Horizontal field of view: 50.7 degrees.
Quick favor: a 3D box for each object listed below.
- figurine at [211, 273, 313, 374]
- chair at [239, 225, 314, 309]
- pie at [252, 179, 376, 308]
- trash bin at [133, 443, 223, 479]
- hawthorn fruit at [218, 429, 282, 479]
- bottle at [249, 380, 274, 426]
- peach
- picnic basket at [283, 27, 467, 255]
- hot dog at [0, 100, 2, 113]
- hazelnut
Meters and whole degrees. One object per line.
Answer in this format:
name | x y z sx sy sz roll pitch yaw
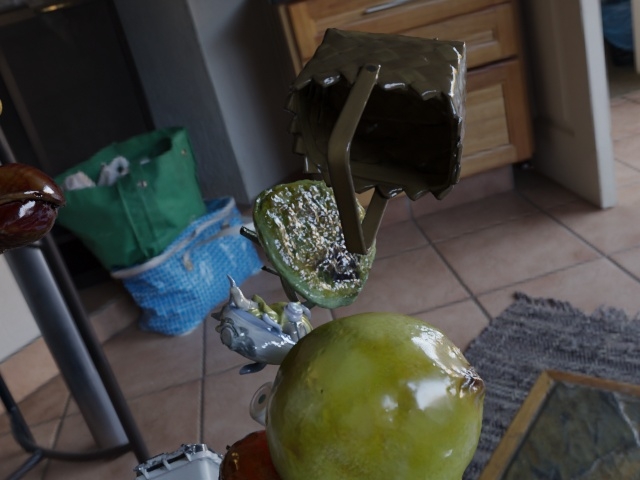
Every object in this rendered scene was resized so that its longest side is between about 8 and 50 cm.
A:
figurine | -0.104 0.151 1.202 0.208 0.128 0.184 37 26 25
chair | -0.066 0.038 1.671 0.190 0.275 0.203 -37 56 5
pie | 0.000 0.000 1.450 0.070 0.323 0.323 -34 5 44
trash bin | -0.379 0.804 1.969 0.256 0.296 0.368 -21 57 -1
hawthorn fruit | -0.129 0.518 1.479 0.249 0.215 0.215 32 47 32
bottle | -0.122 0.612 2.372 0.147 0.236 0.147 -38 27 24
peach | 0.080 0.258 1.023 0.314 0.315 0.281 35 26 5
picnic basket | 0.084 -0.164 1.083 0.291 0.254 0.321 10 55 17
hot dog | -0.793 -0.298 1.506 0.249 0.068 0.100 20 54 33
hazelnut | -0.589 -0.051 1.283 0.170 0.202 0.160 10 27 -50
